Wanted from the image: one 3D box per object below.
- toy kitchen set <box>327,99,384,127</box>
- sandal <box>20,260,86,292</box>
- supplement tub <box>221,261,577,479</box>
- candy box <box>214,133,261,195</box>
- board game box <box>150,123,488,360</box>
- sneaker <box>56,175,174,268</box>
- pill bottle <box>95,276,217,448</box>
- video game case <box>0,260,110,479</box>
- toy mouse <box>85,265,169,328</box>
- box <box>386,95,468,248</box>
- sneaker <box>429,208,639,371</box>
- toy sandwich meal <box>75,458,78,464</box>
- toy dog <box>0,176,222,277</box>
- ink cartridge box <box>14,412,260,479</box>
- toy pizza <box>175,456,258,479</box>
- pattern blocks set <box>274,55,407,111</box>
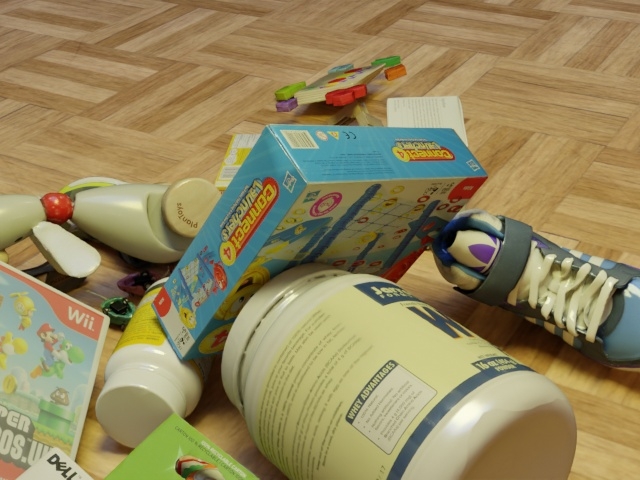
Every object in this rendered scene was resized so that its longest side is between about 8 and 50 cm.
[{"bbox_3d":[0.073,-0.207,1.807,0.068,0.075,0.083,15,47,-54],"label":"toy kitchen set"},{"bbox_3d":[-0.405,0.085,1.342,0.060,0.090,0.219,40,41,20],"label":"sandal"},{"bbox_3d":[0.069,0.177,0.980,0.235,0.235,0.325,-25,38,-31],"label":"supplement tub"},{"bbox_3d":[-0.121,-0.137,1.706,0.105,0.027,0.206,3,32,5],"label":"candy box"},{"bbox_3d":[0.000,0.000,1.130,0.308,0.302,0.086,-6,53,-44],"label":"board game box"},{"bbox_3d":[-0.301,-0.022,1.467,0.299,0.111,0.121,0,46,19],"label":"sneaker"},{"bbox_3d":[-0.192,0.147,1.165,0.119,0.119,0.208,2,32,9],"label":"pill bottle"},{"bbox_3d":[-0.348,0.161,1.041,0.025,0.204,0.285,-33,38,36],"label":"video game case"},{"bbox_3d":[-0.263,0.085,1.355,0.143,0.031,0.161,0,32,5],"label":"toy mouse"},{"bbox_3d":[0.163,-0.107,1.483,0.119,0.181,0.182,-1,32,4],"label":"box"},{"bbox_3d":[0.269,0.055,1.176,0.236,0.130,0.323,16,11,-33],"label":"sneaker"},{"bbox_3d":[-0.318,0.258,1.080,0.085,0.029,0.085,-2,32,2],"label":"toy sandwich meal"},{"bbox_3d":[-0.292,0.006,1.292,0.333,0.161,0.220,-6,3,-3],"label":"toy dog"},{"bbox_3d":[-0.192,0.271,0.926,0.188,0.097,0.255,29,57,35],"label":"ink cartridge box"},{"bbox_3d":[-0.152,0.291,1.010,0.201,0.032,0.201,-3,32,2],"label":"toy pizza"},{"bbox_3d":[0.038,-0.311,1.909,0.285,0.026,0.325,-1,23,38],"label":"pattern blocks set"}]
